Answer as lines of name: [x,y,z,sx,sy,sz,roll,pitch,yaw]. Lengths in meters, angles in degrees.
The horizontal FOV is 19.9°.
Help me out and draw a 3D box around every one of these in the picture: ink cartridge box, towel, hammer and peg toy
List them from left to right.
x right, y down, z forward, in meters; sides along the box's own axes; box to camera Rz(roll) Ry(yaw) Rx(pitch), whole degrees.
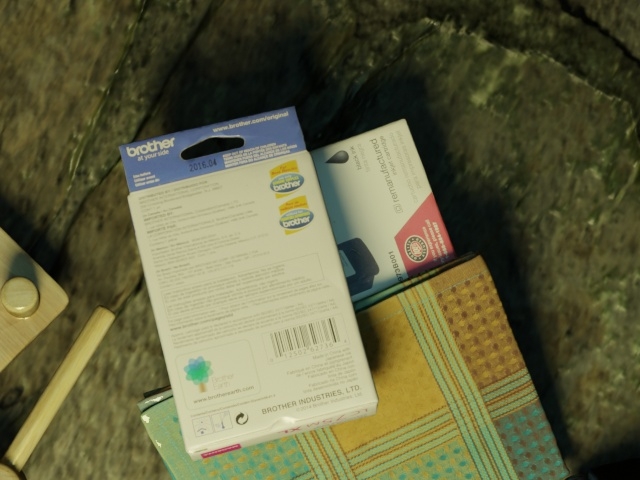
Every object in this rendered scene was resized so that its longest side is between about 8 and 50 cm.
hammer and peg toy: [-0.379,0.093,1.800,0.361,0.127,0.266,43,80,2]
ink cartridge box: [-0.072,0.038,1.745,0.186,0.065,0.311,-14,76,-4]
ink cartridge box: [0.000,0.000,1.852,0.237,0.100,0.172,-20,84,-6]
towel: [0.037,0.198,1.812,0.370,0.040,0.271,-24,107,-6]

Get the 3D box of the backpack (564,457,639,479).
backpack: [0.317,0.314,1.814,0.117,0.158,0.173,-12,95,3]
